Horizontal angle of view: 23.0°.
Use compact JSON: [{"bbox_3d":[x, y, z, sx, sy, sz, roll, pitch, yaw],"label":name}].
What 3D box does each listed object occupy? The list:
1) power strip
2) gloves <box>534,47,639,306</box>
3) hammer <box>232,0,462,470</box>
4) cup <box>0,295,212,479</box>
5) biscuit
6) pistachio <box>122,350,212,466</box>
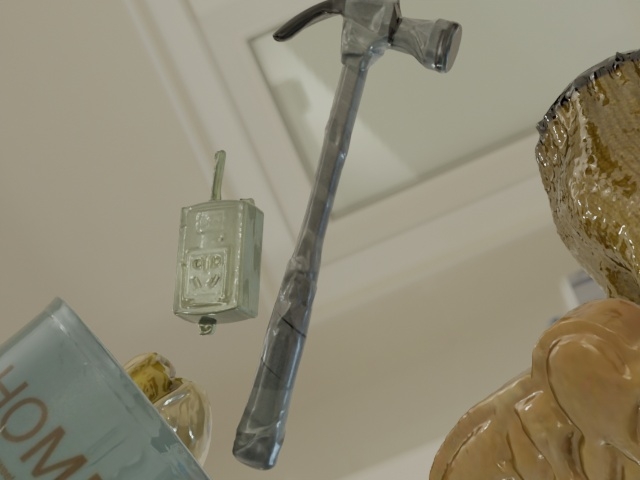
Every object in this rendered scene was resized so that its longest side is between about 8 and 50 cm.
[{"bbox_3d":[-0.095,-0.001,1.476,0.042,0.075,0.175,32,-124,-58],"label":"power strip"},{"bbox_3d":[0.232,0.043,0.980,0.203,0.155,0.357,102,164,-60],"label":"gloves"},{"bbox_3d":[0.000,0.000,1.349,0.044,0.152,0.427,-23,-54,-74],"label":"hammer"},{"bbox_3d":[-0.203,0.261,1.086,0.331,0.311,0.257,54,170,-7],"label":"cup"},{"bbox_3d":[0.123,0.078,0.502,0.035,0.250,0.162,-41,-73,-36],"label":"biscuit"},{"bbox_3d":[-0.165,0.188,1.412,0.117,0.145,0.200,45,142,11],"label":"pistachio"}]
